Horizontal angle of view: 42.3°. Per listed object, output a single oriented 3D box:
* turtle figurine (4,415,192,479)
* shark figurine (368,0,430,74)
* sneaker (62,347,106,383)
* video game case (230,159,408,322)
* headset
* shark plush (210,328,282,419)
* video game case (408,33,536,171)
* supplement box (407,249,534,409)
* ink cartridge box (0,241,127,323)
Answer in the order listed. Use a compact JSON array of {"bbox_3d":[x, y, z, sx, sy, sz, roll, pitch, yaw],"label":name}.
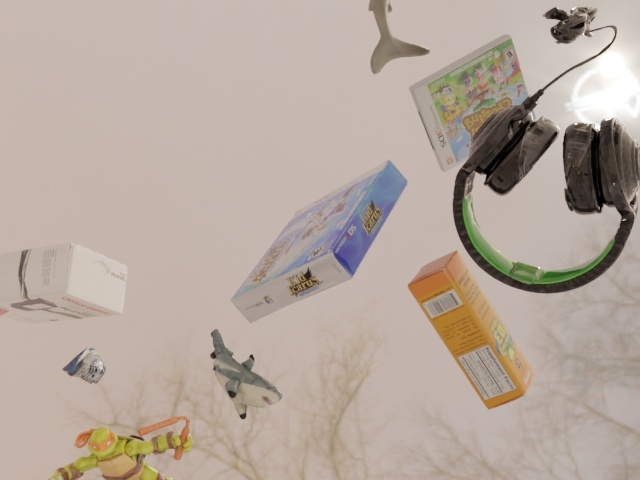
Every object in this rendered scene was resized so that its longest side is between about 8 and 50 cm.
[{"bbox_3d":[-0.297,0.333,1.198,0.087,0.270,0.217,-115,5,-48],"label":"turtle figurine"},{"bbox_3d":[0.085,-0.385,1.144,0.116,0.166,0.278,-9,-56,-43],"label":"shark figurine"},{"bbox_3d":[-0.408,0.225,1.460,0.058,0.052,0.135,48,-179,1],"label":"sneaker"},{"bbox_3d":[0.000,0.000,1.385,0.061,0.244,0.269,49,-138,-14],"label":"video game case"},{"bbox_3d":[0.304,-0.107,1.093,0.185,0.244,0.394,-36,-42,-59],"label":"headset"},{"bbox_3d":[-0.120,0.196,1.231,0.067,0.161,0.073,-30,-52,-13],"label":"shark plush"},{"bbox_3d":[0.293,-0.258,1.571,0.193,0.212,0.023,63,176,-33],"label":"video game case"},{"bbox_3d":[0.232,0.137,1.264,0.233,0.080,0.078,58,-147,-7],"label":"supplement box"},{"bbox_3d":[-0.512,0.086,1.564,0.172,0.237,0.100,36,-130,-60],"label":"ink cartridge box"}]
